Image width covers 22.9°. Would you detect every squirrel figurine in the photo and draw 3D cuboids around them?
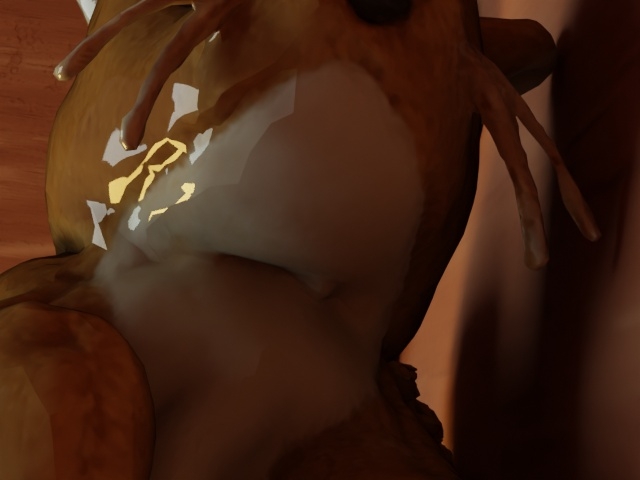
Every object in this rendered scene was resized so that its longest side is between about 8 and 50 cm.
[{"bbox_3d":[-0.056,0.063,0.563,0.397,0.281,0.370,134,149,-80],"label":"squirrel figurine"}]
